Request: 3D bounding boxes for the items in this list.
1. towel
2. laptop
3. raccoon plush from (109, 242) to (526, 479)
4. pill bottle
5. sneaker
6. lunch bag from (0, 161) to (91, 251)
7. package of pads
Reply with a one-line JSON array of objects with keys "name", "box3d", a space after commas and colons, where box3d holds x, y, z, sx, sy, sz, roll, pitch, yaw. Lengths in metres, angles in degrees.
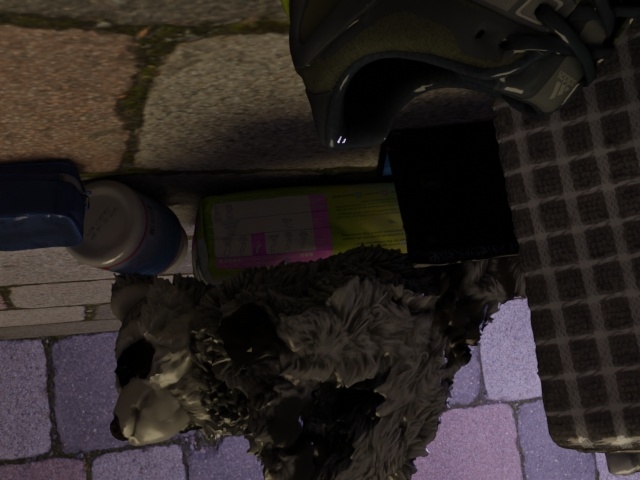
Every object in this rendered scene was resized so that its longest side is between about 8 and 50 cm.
[{"name": "towel", "box3d": [0.210, -0.034, 0.402, 0.235, 0.284, 0.121, -12, 167, 25]}, {"name": "laptop", "box3d": [0.179, -0.040, 0.766, 0.234, 0.264, 0.136, -7, 133, 0]}, {"name": "raccoon plush", "box3d": [0.008, 0.084, 0.824, 0.446, 0.216, 0.299, -17, -160, -31]}, {"name": "pill bottle", "box3d": [-0.197, -0.006, 0.870, 0.087, 0.087, 0.160, -8, 169, 10]}, {"name": "sneaker", "box3d": [0.105, -0.117, 0.329, 0.300, 0.121, 0.111, -15, 167, 40]}, {"name": "lunch bag", "box3d": [-0.255, -0.035, 0.744, 0.098, 0.065, 0.067, -4, 154, -6]}, {"name": "package of pads", "box3d": [0.000, 0.000, 0.977, 0.296, 0.101, 0.229, -5, 173, -11]}]
